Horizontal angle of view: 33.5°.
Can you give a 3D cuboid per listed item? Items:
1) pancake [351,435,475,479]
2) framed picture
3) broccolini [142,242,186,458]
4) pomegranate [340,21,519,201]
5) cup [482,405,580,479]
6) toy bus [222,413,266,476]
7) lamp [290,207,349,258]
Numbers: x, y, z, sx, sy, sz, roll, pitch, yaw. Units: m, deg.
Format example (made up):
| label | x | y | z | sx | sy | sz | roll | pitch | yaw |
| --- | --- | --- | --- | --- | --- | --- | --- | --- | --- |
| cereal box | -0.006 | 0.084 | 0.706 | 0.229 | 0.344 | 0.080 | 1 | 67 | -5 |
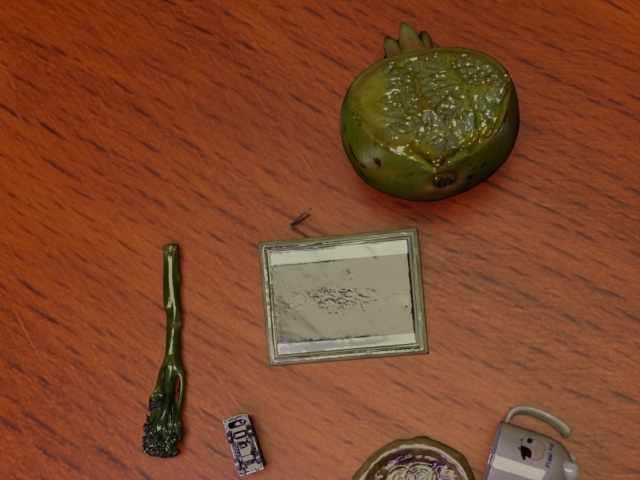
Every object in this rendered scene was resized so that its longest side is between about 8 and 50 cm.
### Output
| label | x | y | z | sx | sy | sz | roll | pitch | yaw |
| --- | --- | --- | --- | --- | --- | --- | --- | --- | --- |
| pancake | 0.159 | 0.451 | 1.840 | 0.212 | 0.029 | 0.235 | 38 | 83 | 13 |
| framed picture | 0.040 | 0.102 | 1.912 | 0.293 | 0.018 | 0.231 | -6 | 88 | 5 |
| broccolini | -0.286 | 0.194 | 1.917 | 0.079 | 0.074 | 0.392 | -3 | 79 | -1 |
| pomegranate | 0.189 | -0.215 | 1.896 | 0.309 | 0.216 | 0.358 | -14 | 47 | 4 |
| cup | 0.357 | 0.379 | 1.797 | 0.142 | 0.173 | 0.134 | 15 | 112 | 8 |
| toy bus | -0.133 | 0.358 | 1.876 | 0.052 | 0.058 | 0.102 | -18 | 82 | 2 |
| lamp | 0.000 | 0.001 | 1.949 | 0.054 | 0.041 | 0.121 | -40 | 81 | 6 |
